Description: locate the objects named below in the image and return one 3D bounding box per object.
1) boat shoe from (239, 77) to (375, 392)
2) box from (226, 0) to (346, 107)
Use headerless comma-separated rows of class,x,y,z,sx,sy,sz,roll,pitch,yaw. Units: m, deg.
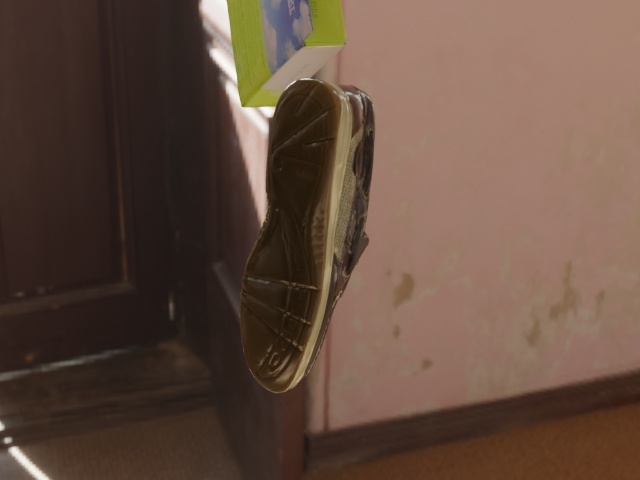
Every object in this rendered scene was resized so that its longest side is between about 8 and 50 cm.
boat shoe,-0.001,-0.001,0.737,0.073,0.224,0.080,-6,21,-44
box,-0.029,-0.186,0.855,0.042,0.109,0.178,-5,-9,-23
